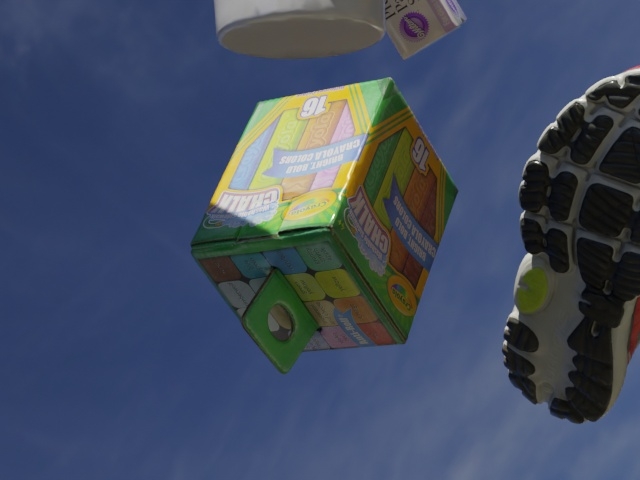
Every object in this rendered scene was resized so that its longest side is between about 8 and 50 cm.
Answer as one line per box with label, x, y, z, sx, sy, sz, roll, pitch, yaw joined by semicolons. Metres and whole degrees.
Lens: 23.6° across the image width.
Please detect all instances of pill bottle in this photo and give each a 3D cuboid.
pill bottle;-0.015;-0.219;0.902;0.119;0.119;0.209;10;-105;-57

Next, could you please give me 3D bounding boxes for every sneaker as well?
sneaker;0.186;-0.011;0.978;0.118;0.107;0.279;-46;-22;-43

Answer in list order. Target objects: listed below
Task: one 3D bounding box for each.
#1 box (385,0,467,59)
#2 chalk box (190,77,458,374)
box;0.028;-0.329;1.464;0.067;0.324;0.063;-29;5;20
chalk box;0.000;0.000;1.173;0.132;0.132;0.213;56;-140;-37
